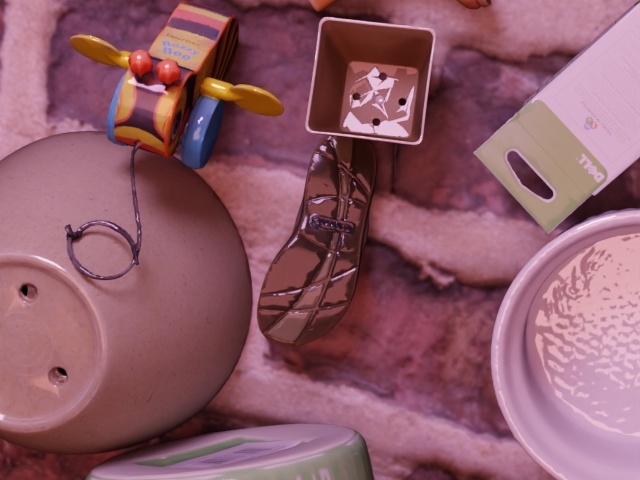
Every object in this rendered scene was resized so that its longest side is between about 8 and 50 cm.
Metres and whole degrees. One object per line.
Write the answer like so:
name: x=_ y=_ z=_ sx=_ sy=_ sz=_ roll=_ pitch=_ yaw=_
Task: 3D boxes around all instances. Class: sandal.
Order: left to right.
sandal: x=0.000 y=0.000 z=1.521 sx=0.090 sy=0.060 sz=0.219 roll=14 pitch=88 yaw=1

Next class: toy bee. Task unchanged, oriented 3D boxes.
toy bee: x=-0.129 y=-0.129 z=1.384 sx=0.195 sy=0.298 sz=0.162 roll=2 pitch=142 yaw=-9

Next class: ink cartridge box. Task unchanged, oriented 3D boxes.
ink cartridge box: x=0.259 y=-0.117 z=1.449 sx=0.209 sy=0.062 sz=0.109 roll=-42 pitch=91 yaw=14

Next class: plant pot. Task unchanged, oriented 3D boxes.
plant pot: x=0.052 y=-0.143 z=1.455 sx=0.109 sy=0.096 sz=0.109 roll=7 pitch=86 yaw=8

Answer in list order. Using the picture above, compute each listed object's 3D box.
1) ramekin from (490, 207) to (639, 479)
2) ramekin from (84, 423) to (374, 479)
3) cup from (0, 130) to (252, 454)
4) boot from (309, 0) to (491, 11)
ramekin: x=0.302 y=0.099 z=1.445 sx=0.277 sy=0.135 sz=0.277 roll=2 pitch=100 yaw=9
ramekin: x=-0.082 y=0.270 z=1.463 sx=0.303 sy=0.303 sz=0.148 roll=-7 pitch=91 yaw=11
cup: x=-0.251 y=0.073 z=1.480 sx=0.331 sy=0.237 sz=0.331 roll=2 pitch=101 yaw=9
boot: x=0.056 y=-0.263 z=1.454 sx=0.152 sy=0.073 sz=0.197 roll=-38 pitch=80 yaw=12
